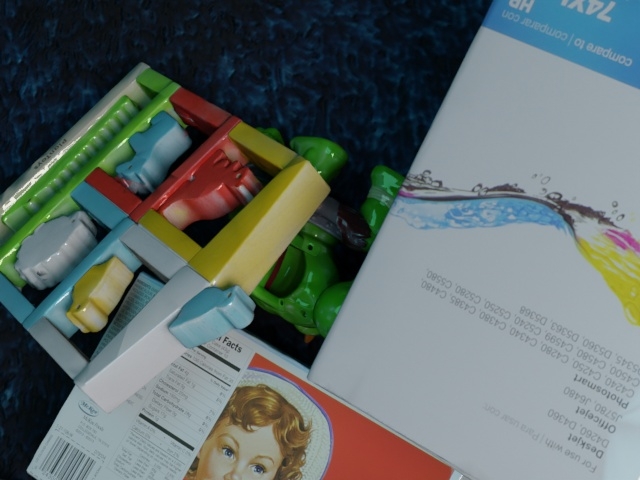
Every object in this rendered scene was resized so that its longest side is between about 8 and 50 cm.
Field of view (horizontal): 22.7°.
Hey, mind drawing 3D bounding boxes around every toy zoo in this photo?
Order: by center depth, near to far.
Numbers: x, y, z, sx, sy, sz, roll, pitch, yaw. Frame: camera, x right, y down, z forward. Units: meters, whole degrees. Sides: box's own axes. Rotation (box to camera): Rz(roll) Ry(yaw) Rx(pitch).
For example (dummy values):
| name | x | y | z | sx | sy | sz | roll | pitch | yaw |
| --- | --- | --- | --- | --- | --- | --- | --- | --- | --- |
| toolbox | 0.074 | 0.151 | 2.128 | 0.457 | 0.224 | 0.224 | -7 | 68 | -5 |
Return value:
| name | x | y | z | sx | sy | sz | roll | pitch | yaw |
| --- | --- | --- | --- | --- | --- | --- | --- | --- | --- |
| toy zoo | -0.115 | -0.006 | 1.021 | 0.192 | 0.030 | 0.293 | -46 | 36 | -9 |

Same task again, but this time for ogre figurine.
| name | x | y | z | sx | sy | sz | roll | pitch | yaw |
| --- | --- | --- | --- | --- | --- | --- | --- | --- | --- |
| ogre figurine | 0.000 | 0.000 | 1.019 | 0.197 | 0.097 | 0.118 | 30 | 77 | 18 |

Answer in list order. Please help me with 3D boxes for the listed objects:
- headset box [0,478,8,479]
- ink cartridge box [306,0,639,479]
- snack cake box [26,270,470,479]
| name | x | y | z | sx | sy | sz | roll | pitch | yaw |
| --- | --- | --- | --- | --- | --- | --- | --- | --- | --- |
| headset box | -0.332 | 0.263 | 1.082 | 0.293 | 0.110 | 0.218 | -4 | 73 | 24 |
| ink cartridge box | 0.167 | 0.012 | 0.860 | 0.197 | 0.198 | 0.270 | 28 | 93 | 32 |
| snack cake box | -0.035 | 0.147 | 0.992 | 0.264 | 0.089 | 0.152 | 28 | 86 | 29 |
